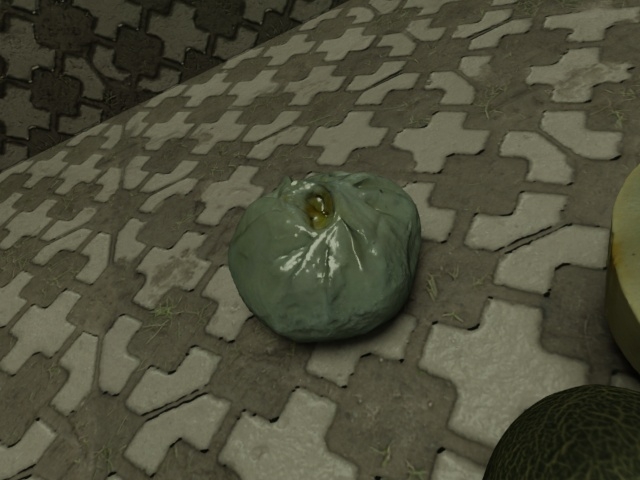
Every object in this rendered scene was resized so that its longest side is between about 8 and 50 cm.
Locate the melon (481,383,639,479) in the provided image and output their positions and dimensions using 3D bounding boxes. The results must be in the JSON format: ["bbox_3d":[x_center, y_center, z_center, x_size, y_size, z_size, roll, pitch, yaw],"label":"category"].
[{"bbox_3d":[0.241,0.274,0.328,0.237,0.238,0.302,3,52,27],"label":"melon"}]

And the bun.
[{"bbox_3d":[-0.006,0.002,0.718,0.354,0.194,0.355,-12,45,12],"label":"bun"}]

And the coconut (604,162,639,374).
[{"bbox_3d":[0.439,0.032,0.403,0.322,0.323,0.323,-13,46,14],"label":"coconut"}]
